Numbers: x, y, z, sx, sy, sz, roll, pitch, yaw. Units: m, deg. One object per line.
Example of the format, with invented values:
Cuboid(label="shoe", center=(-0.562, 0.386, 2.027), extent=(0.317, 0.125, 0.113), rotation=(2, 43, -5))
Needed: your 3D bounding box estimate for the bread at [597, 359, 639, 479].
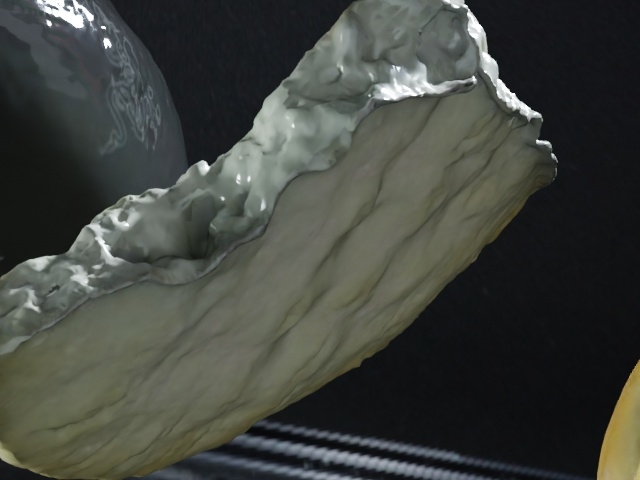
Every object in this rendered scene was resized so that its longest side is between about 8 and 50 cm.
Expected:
Cuboid(label="bread", center=(0.290, 0.178, 0.689), extent=(0.270, 0.315, 0.211), rotation=(-3, -42, 0))

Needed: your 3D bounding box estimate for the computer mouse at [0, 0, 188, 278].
Cuboid(label="computer mouse", center=(-0.136, -0.065, 0.396), extent=(0.264, 0.147, 0.088), rotation=(19, -31, -31))

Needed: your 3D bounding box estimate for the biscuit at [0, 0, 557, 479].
Cuboid(label="biscuit", center=(0.000, 0.000, 0.406), extent=(0.040, 0.265, 0.188), rotation=(45, -50, 22))
